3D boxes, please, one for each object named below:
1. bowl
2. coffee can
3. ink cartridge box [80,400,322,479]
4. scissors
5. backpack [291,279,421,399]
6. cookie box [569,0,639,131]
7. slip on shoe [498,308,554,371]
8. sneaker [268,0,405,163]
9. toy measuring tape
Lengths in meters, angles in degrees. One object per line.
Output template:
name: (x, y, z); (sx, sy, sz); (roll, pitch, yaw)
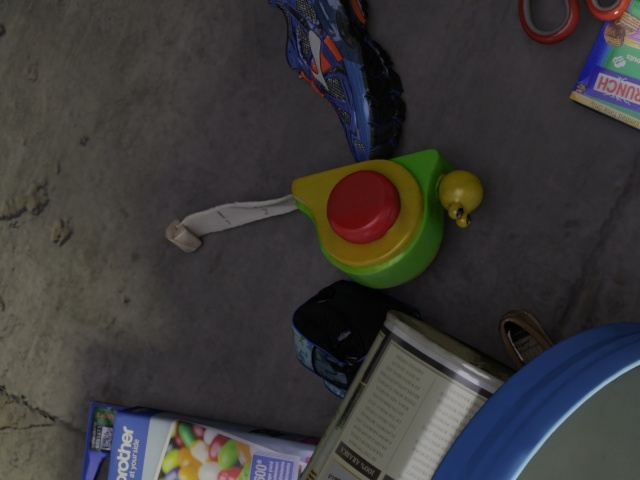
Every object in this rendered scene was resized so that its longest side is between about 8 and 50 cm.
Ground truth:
bowl: (0.216, 0.247, 1.202); (0.077, 0.391, 0.391); (31, 100, 45)
coffee can: (0.081, 0.227, 1.271); (0.201, 0.201, 0.275); (29, 93, 15)
ink cartridge box: (-0.110, 0.272, 1.456); (0.311, 0.065, 0.186); (8, 92, 19)
scissors: (0.183, -0.313, 1.372); (0.109, 0.021, 0.297); (-35, 70, 22)
backpack: (0.032, 0.097, 1.387); (0.114, 0.105, 0.084); (31, 141, 42)
cookie box: (0.292, -0.159, 1.341); (0.092, 0.040, 0.107); (26, 97, 17)
slip on shoe: (0.210, 0.124, 1.365); (0.051, 0.041, 0.135); (-31, 81, 15)
sneaker: (0.015, -0.170, 1.418); (0.087, 0.083, 0.221); (-24, 77, 29)
toy measuring tape: (0.000, 0.000, 1.395); (0.330, 0.121, 0.121); (-14, 86, 23)
